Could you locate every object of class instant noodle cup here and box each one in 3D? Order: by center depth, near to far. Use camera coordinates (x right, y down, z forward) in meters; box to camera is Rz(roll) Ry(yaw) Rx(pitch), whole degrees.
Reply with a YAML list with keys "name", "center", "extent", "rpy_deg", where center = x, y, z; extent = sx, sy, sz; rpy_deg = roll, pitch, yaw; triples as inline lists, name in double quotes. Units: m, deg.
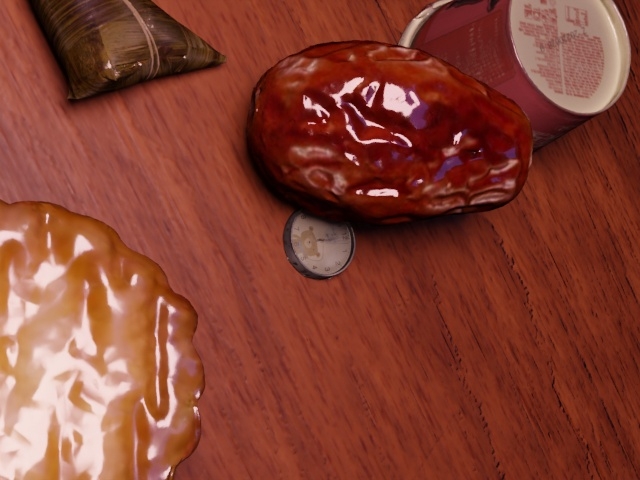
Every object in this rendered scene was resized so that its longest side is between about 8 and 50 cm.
- name: "instant noodle cup"
  center: [0.232, -0.206, 1.052]
  extent: [0.235, 0.178, 0.235]
  rpy_deg: [5, 78, -27]

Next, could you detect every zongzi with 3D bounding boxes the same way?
- name: "zongzi"
  center: [-0.196, -0.239, 0.876]
  extent: [0.184, 0.084, 0.187]
  rpy_deg: [-25, 89, -46]

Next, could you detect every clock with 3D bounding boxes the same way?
- name: "clock"
  center: [0.000, 0.000, 0.968]
  extent: [0.085, 0.017, 0.085]
  rpy_deg: [7, 76, -29]

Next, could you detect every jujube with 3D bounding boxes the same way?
- name: "jujube"
  center: [0.070, -0.108, 0.926]
  extent: [0.290, 0.197, 0.197]
  rpy_deg: [7, 76, -12]

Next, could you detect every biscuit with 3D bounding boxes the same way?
- name: "biscuit"
  center: [-0.257, 0.124, 0.742]
  extent: [0.326, 0.107, 0.325]
  rpy_deg: [9, 72, -29]
